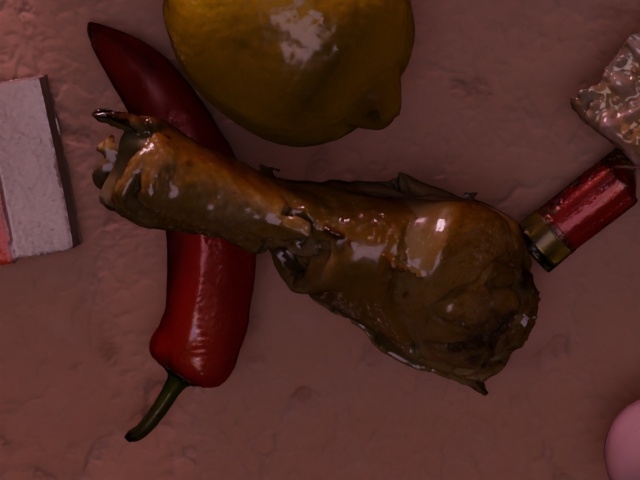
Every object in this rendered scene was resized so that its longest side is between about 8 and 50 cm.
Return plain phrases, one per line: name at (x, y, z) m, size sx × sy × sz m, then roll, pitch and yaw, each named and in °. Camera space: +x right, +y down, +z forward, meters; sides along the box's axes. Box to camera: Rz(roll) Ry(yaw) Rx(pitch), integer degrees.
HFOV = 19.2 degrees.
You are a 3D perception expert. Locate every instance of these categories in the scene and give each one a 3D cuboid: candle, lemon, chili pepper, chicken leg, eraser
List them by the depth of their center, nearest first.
lemon at (-0.030, -0.180, 1.547) m, size 0.248 × 0.184 × 0.184 m, roll 37°, pitch 100°, yaw 7°
chicken leg at (0.000, 0.000, 1.549) m, size 0.429 × 0.201 × 0.152 m, roll 20°, pitch 70°, yaw -20°
candle at (0.229, -0.031, 1.629) m, size 0.131 × 0.052 × 0.052 m, roll -40°, pitch 97°, yaw 8°
chili pepper at (-0.120, -0.009, 1.638) m, size 0.137 × 0.092 × 0.368 m, roll -3°, pitch 94°, yaw 22°
eraser at (-0.336, -0.049, 1.652) m, size 0.230 × 0.038 × 0.157 m, roll -10°, pitch 100°, yaw 5°

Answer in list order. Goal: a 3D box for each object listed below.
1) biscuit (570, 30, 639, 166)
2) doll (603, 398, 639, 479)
biscuit at (0.361, -0.144, 1.572) m, size 0.281 × 0.084 × 0.179 m, roll -37°, pitch 81°, yaw 5°
doll at (0.347, 0.100, 1.607) m, size 0.160 × 0.094 × 0.365 m, roll 17°, pitch 92°, yaw 0°
